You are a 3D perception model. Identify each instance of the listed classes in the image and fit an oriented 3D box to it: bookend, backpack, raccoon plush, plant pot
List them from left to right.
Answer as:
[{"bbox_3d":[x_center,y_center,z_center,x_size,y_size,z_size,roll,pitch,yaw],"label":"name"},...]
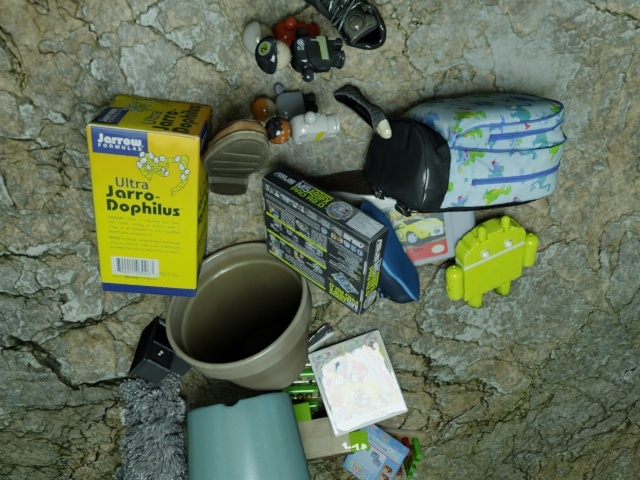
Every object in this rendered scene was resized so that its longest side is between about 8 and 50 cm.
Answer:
[{"bbox_3d":[-0.396,0.512,1.263,0.216,0.446,0.299,-3,89,-30],"label":"raccoon plush"},{"bbox_3d":[-0.385,0.300,1.282,0.156,0.157,0.072,37,112,-23],"label":"bookend"},{"bbox_3d":[-0.171,0.546,1.187,0.341,0.334,0.341,-11,164,-3],"label":"plant pot"},{"bbox_3d":[-0.152,0.212,1.191,0.323,0.323,0.280,-16,138,5],"label":"plant pot"},{"bbox_3d":[0.306,-0.172,0.993,0.355,0.290,0.273,9,106,-18],"label":"backpack"}]

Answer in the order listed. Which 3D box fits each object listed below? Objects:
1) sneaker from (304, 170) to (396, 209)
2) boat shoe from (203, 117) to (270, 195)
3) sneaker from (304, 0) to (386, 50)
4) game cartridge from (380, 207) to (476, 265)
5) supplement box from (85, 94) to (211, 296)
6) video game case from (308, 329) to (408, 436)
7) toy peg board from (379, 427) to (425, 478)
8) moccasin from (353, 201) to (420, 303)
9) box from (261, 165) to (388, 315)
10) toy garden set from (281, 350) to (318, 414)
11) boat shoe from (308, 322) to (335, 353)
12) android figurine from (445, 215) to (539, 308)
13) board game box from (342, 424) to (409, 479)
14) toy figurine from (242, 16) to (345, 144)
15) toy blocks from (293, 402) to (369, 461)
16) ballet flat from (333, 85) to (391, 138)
[{"bbox_3d":[0.050,-0.080,1.128,0.290,0.106,0.123,-2,128,7],"label":"sneaker"},{"bbox_3d":[-0.166,-0.173,0.943,0.111,0.307,0.104,4,78,-20],"label":"boat shoe"},{"bbox_3d":[0.033,-0.423,0.893,0.227,0.130,0.087,38,110,-22],"label":"sneaker"},{"bbox_3d":[0.220,-0.031,1.195,0.294,0.060,0.196,-15,118,4],"label":"game cartridge"},{"bbox_3d":[-0.333,-0.086,1.027,0.195,0.194,0.356,5,121,-8],"label":"supplement box"},{"bbox_3d":[0.099,0.381,1.357,0.206,0.026,0.227,-20,79,0],"label":"video game case"},{"bbox_3d":[0.246,0.692,1.623,0.160,0.079,0.161,7,120,-10],"label":"toy peg board"},{"bbox_3d":[0.119,0.054,1.106,0.117,0.138,0.342,-9,137,26],"label":"moccasin"},{"bbox_3d":[0.000,0.000,1.010,0.060,0.270,0.216,-39,147,-32],"label":"box"},{"bbox_3d":[-0.011,0.426,1.455,0.204,0.049,0.244,-2,122,-4],"label":"toy garden set"},{"bbox_3d":[-0.016,0.271,1.366,0.125,0.038,0.046,-41,158,25],"label":"boat shoe"},{"bbox_3d":[0.413,0.051,1.222,0.248,0.056,0.273,-21,134,-9],"label":"android figurine"},{"bbox_3d":[0.170,0.686,1.586,0.160,0.039,0.211,30,121,22],"label":"board game box"},{"bbox_3d":[-0.058,-0.287,0.919,0.148,0.213,0.209,-8,126,-17],"label":"toy figurine"},{"bbox_3d":[-0.049,0.596,1.469,0.381,0.191,0.261,-12,154,2],"label":"toy blocks"},{"bbox_3d":[0.085,-0.247,0.987,0.049,0.173,0.057,-26,140,-12],"label":"ballet flat"}]
